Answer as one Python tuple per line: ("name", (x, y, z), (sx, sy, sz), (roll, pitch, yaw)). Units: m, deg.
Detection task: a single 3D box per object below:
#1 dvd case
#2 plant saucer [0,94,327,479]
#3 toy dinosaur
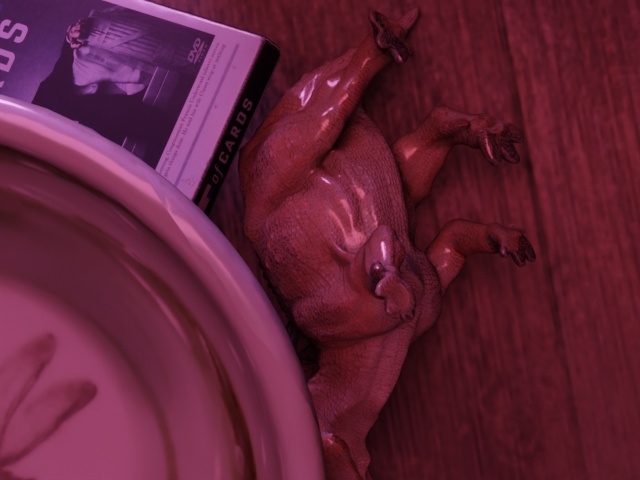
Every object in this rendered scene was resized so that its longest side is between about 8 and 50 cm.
("dvd case", (-0.159, -0.064, 0.884), (0.238, 0.029, 0.179), (20, 84, 26))
("plant saucer", (-0.189, 0.113, 0.786), (0.400, 0.100, 0.400), (2, 103, 7))
("toy dinosaur", (0.000, 0.000, 0.842), (0.200, 0.127, 0.296), (-27, 56, 39))
